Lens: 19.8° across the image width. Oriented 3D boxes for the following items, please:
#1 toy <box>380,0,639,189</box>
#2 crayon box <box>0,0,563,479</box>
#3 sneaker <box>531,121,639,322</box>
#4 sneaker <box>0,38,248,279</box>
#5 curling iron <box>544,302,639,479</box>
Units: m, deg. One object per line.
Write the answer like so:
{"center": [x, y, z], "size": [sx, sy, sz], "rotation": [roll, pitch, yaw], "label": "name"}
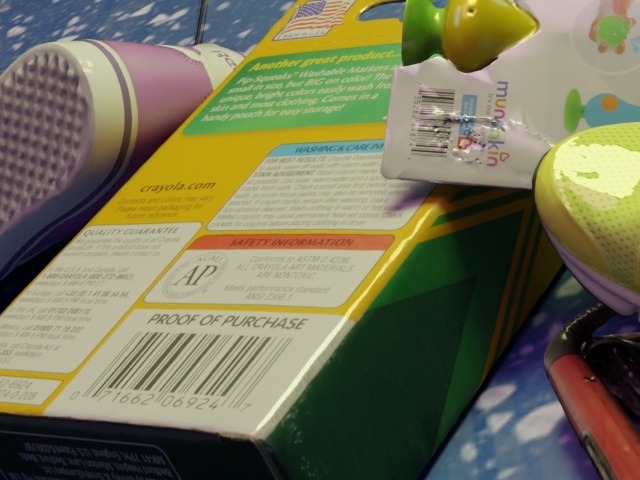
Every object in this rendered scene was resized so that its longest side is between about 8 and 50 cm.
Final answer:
{"center": [0.150, -0.075, 0.739], "size": [0.237, 0.056, 0.137], "rotation": [6, 76, 6], "label": "toy"}
{"center": [0.000, 0.000, 0.819], "size": [0.203, 0.083, 0.323], "rotation": [0, 39, 41], "label": "crayon box"}
{"center": [0.164, -0.012, 0.622], "size": [0.208, 0.094, 0.081], "rotation": [16, 60, 32], "label": "sneaker"}
{"center": [-0.139, -0.035, 1.019], "size": [0.161, 0.102, 0.282], "rotation": [-12, -5, -44], "label": "sneaker"}
{"center": [0.128, 0.092, 0.596], "size": [0.068, 0.035, 0.274], "rotation": [-24, 28, 7], "label": "curling iron"}
